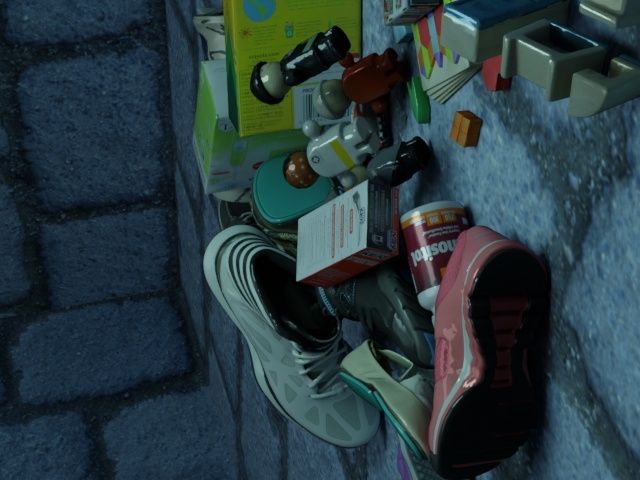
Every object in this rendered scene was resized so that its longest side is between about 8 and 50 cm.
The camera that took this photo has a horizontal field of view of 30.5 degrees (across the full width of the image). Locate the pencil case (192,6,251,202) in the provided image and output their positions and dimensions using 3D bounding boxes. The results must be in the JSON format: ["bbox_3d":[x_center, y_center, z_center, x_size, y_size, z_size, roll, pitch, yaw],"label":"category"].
[{"bbox_3d":[-0.155,-0.266,2.342,0.183,0.160,0.410,-144,45,-58],"label":"pencil case"}]

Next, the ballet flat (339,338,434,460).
[{"bbox_3d":[0.099,0.192,1.491,0.248,0.086,0.086,-141,43,-61],"label":"ballet flat"}]

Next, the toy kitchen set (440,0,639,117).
[{"bbox_3d":[0.222,-0.225,1.032,0.207,0.122,0.166,38,139,41],"label":"toy kitchen set"}]

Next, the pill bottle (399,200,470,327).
[{"bbox_3d":[0.155,0.034,1.461,0.086,0.086,0.152,121,137,-69],"label":"pill bottle"}]

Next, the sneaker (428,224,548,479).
[{"bbox_3d":[0.184,0.128,1.362,0.136,0.116,0.314,-122,37,-62],"label":"sneaker"}]

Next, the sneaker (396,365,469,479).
[{"bbox_3d":[0.142,0.266,1.649,0.161,0.102,0.282,-126,30,-67],"label":"sneaker"}]

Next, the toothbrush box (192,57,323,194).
[{"bbox_3d":[-0.113,-0.212,2.120,0.283,0.206,0.122,112,145,-64],"label":"toothbrush box"}]

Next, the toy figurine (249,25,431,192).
[{"bbox_3d":[0.025,-0.158,1.551,0.148,0.213,0.209,-25,73,31],"label":"toy figurine"}]

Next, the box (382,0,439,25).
[{"bbox_3d":[0.101,-0.373,1.417,0.114,0.036,0.207,173,93,-76],"label":"box"}]

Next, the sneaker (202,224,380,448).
[{"bbox_3d":[-0.018,0.187,1.870,0.447,0.169,0.257,56,169,-19],"label":"sneaker"}]

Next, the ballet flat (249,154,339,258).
[{"bbox_3d":[0.000,0.000,1.946,0.483,0.164,0.182,-139,31,-64],"label":"ballet flat"}]

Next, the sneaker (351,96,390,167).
[{"bbox_3d":[0.080,-0.168,1.723,0.065,0.061,0.158,29,126,21],"label":"sneaker"}]

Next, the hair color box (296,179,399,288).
[{"bbox_3d":[0.034,-0.005,1.518,0.167,0.053,0.093,-28,54,54],"label":"hair color box"}]

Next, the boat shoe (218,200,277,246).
[{"bbox_3d":[-0.129,0.018,2.580,0.095,0.112,0.335,-54,50,47],"label":"boat shoe"}]

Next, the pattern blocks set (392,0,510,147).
[{"bbox_3d":[0.148,-0.254,1.420,0.325,0.026,0.285,119,139,-69],"label":"pattern blocks set"}]

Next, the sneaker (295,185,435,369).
[{"bbox_3d":[0.078,0.073,1.594,0.139,0.125,0.341,-55,40,19],"label":"sneaker"}]

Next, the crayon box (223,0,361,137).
[{"bbox_3d":[-0.041,-0.326,1.771,0.081,0.202,0.318,-120,26,-55],"label":"crayon box"}]
